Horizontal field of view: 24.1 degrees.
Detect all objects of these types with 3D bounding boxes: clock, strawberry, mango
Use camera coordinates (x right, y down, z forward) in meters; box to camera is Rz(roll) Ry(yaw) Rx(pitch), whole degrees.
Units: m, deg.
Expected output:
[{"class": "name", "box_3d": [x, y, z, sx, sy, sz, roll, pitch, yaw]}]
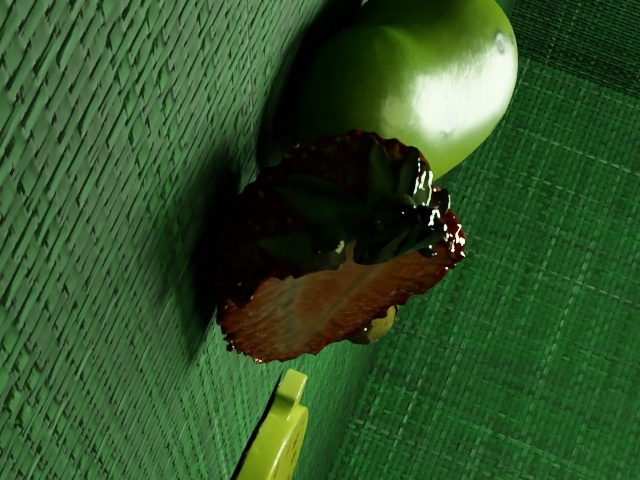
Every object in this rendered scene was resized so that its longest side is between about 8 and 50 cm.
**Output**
[{"class": "clock", "box_3d": [-0.068, 0.322, 1.756, 0.293, 0.071, 0.277, 103, 10, -54]}, {"class": "strawberry", "box_3d": [0.000, 0.000, 1.056, 0.286, 0.188, 0.106, 129, -52, -63]}, {"class": "mango", "box_3d": [0.065, -0.121, 1.187, 0.293, 0.143, 0.175, -34, 145, -62]}]

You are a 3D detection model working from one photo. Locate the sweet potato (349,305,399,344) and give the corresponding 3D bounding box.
[{"class": "sweet potato", "box_3d": [0.055, 0.060, 1.850, 0.310, 0.098, 0.124, 105, 1, -64]}]
